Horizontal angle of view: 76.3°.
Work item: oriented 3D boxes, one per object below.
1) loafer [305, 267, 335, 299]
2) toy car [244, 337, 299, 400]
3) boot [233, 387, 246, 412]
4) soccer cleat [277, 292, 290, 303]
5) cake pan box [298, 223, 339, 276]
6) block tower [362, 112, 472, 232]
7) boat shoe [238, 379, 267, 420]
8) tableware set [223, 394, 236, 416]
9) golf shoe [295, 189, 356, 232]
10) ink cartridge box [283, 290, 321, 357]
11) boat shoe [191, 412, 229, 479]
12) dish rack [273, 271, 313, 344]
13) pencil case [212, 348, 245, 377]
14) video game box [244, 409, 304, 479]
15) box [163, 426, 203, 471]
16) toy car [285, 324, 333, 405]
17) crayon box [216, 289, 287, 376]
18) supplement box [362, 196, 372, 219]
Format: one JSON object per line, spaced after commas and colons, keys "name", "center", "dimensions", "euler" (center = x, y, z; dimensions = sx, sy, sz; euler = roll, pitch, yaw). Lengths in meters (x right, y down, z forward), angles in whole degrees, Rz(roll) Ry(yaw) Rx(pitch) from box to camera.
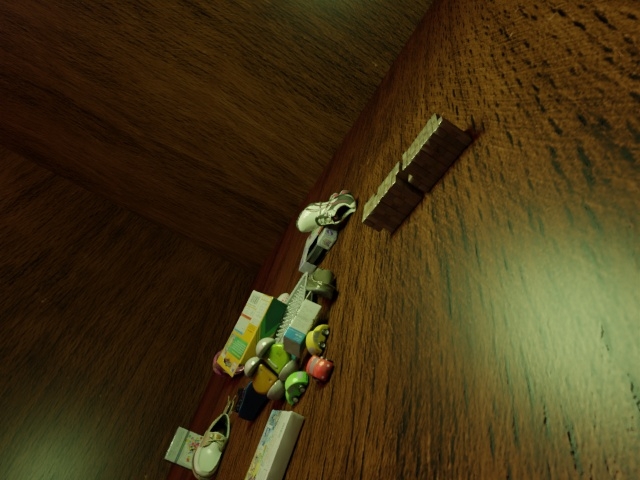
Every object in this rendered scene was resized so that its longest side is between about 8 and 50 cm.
{"name": "loafer", "center": [0.000, 0.137, 1.396], "dimensions": [0.088, 0.094, 0.251], "euler": [-66, 10, -1]}
{"name": "toy car", "center": [-0.142, 0.409, 1.321], "dimensions": [0.182, 0.159, 0.136], "euler": [-60, -26, 12]}
{"name": "boot", "center": [-0.348, 0.696, 1.769], "dimensions": [0.121, 0.045, 0.099], "euler": [-43, 24, 58]}
{"name": "soccer cleat", "center": [-0.229, 0.352, 1.805], "dimensions": [0.116, 0.143, 0.331], "euler": [-49, 17, 46]}
{"name": "cake pan box", "center": [0.000, 0.000, 1.834], "dimensions": [0.246, 0.070, 0.267], "euler": [-57, 12, 35]}
{"name": "block tower", "center": [0.237, -0.165, 1.053], "dimensions": [0.335, 0.090, 0.097], "euler": [-53, 14, 36]}
{"name": "boat shoe", "center": [-0.231, 0.533, 1.461], "dimensions": [0.258, 0.109, 0.089], "euler": [-54, 9, 25]}
{"name": "tableware set", "center": [-0.480, 0.858, 1.985], "dimensions": [0.194, 0.039, 0.128], "euler": [-59, 11, 13]}
{"name": "golf shoe", "center": [0.022, -0.108, 1.682], "dimensions": [0.272, 0.105, 0.120], "euler": [-31, 33, 6]}
{"name": "ink cartridge box", "center": [-0.047, 0.259, 1.269], "dimensions": [0.180, 0.060, 0.104], "euler": [-57, -17, -36]}
{"name": "boat shoe", "center": [-0.443, 0.834, 1.672], "dimensions": [0.302, 0.113, 0.103], "euler": [-100, 34, -75]}
{"name": "dish rack", "center": [-0.099, 0.298, 1.524], "dimensions": [0.286, 0.072, 0.333], "euler": [-58, 11, 22]}
{"name": "pencil case", "center": [-0.500, 0.668, 2.267], "dimensions": [0.167, 0.160, 0.386], "euler": [-34, -4, -29]}
{"name": "video game box", "center": [-0.124, 0.550, 1.056], "dimensions": [0.187, 0.048, 0.205], "euler": [-39, 24, 60]}
{"name": "box", "center": [-0.604, 0.971, 1.881], "dimensions": [0.038, 0.186, 0.145], "euler": [-48, 16, 43]}
{"name": "toy car", "center": [-0.045, 0.364, 1.140], "dimensions": [0.225, 0.053, 0.239], "euler": [-59, 11, 15]}
{"name": "crayon box", "center": [-0.271, 0.369, 1.607], "dimensions": [0.203, 0.083, 0.323], "euler": [4, 63, 59]}
{"name": "supplement box", "center": [0.169, -0.090, 1.281], "dimensions": [0.043, 0.054, 0.083], "euler": [-52, 13, 43]}
